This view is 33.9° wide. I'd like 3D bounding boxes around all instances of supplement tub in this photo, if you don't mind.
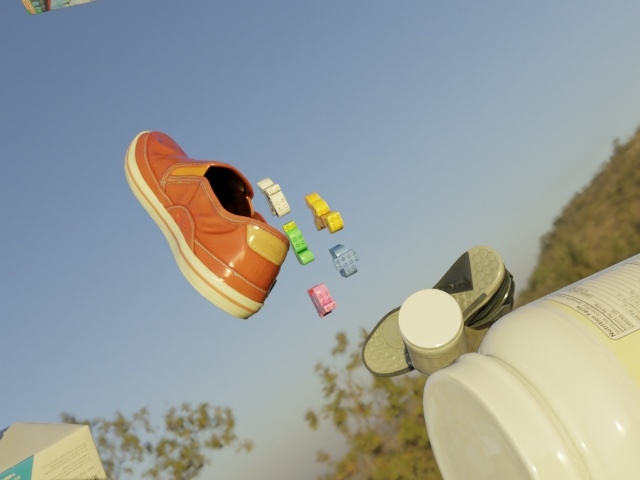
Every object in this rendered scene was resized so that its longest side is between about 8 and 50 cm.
[{"bbox_3d":[0.272,0.133,0.848,0.325,0.235,0.235,-22,-13,-16],"label":"supplement tub"},{"bbox_3d":[0.125,0.104,1.154,0.071,0.071,0.107,-36,-28,-7],"label":"supplement tub"}]

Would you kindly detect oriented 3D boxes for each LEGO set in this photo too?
[{"bbox_3d":[0.000,0.000,1.548,0.087,0.227,0.093,-28,11,-12],"label":"LEGO set"}]

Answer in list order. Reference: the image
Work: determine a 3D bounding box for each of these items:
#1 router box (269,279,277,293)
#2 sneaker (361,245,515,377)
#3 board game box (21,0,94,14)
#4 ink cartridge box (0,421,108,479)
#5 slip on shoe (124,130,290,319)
[{"bbox_3d":[-0.169,0.021,1.840,0.046,0.133,0.179,-60,-39,-31],"label":"router box"},{"bbox_3d":[0.166,0.109,1.406,0.226,0.086,0.163,-40,-20,7],"label":"sneaker"},{"bbox_3d":[-0.294,-0.337,1.156,0.211,0.160,0.039,1,39,43],"label":"board game box"},{"bbox_3d":[-0.354,0.362,1.273,0.168,0.233,0.171,-7,13,43],"label":"ink cartridge box"},{"bbox_3d":[-0.120,-0.041,1.121,0.123,0.331,0.101,33,-80,-36],"label":"slip on shoe"}]
